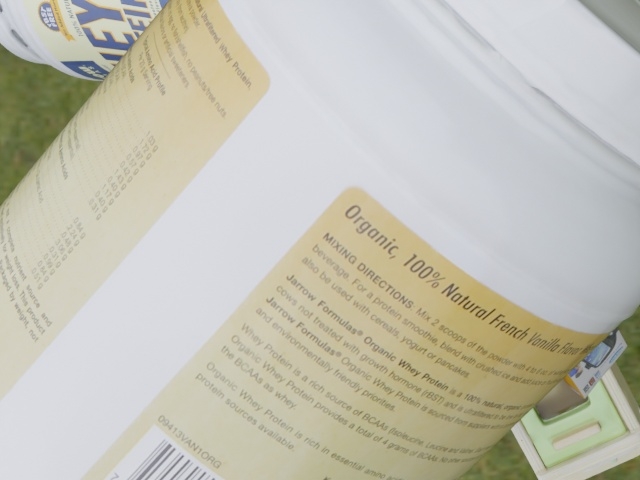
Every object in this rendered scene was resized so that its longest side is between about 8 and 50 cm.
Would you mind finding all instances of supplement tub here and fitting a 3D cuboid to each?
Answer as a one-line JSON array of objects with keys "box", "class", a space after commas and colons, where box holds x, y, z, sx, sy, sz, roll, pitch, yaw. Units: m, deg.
[{"box": [-0.168, -0.277, 1.540, 0.325, 0.235, 0.235, 4, 93, 39], "class": "supplement tub"}, {"box": [0.000, 0.000, 0.659, 0.316, 0.228, 0.228, -47, 57, 19], "class": "supplement tub"}]

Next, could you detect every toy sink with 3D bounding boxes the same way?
[{"box": [0.331, 0.225, 2.027, 0.152, 0.131, 0.234, -26, 103, 12], "class": "toy sink"}]

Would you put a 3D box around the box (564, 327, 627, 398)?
[{"box": [0.303, 0.126, 1.747, 0.028, 0.136, 0.081, 37, 85, 33], "class": "box"}]
